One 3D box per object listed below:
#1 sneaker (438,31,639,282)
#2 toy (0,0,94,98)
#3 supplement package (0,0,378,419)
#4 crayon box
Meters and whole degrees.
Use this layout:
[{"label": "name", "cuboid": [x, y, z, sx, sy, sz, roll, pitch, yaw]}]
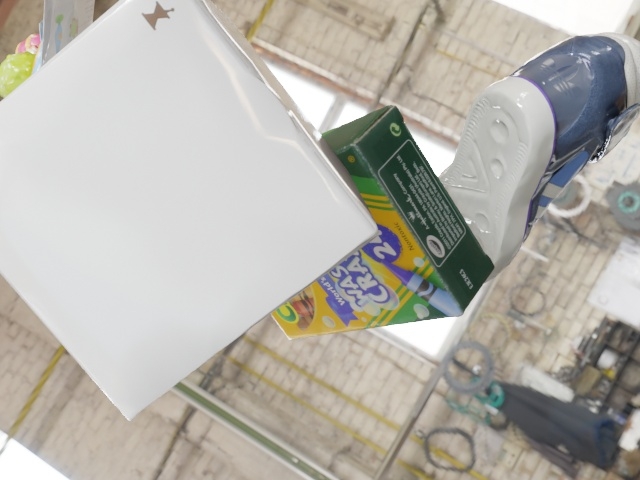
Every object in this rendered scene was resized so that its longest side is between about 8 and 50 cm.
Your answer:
[{"label": "sneaker", "cuboid": [0.249, -0.088, 0.935, 0.236, 0.130, 0.323, -27, -27, -26]}, {"label": "toy", "cuboid": [-0.228, -0.147, 0.686, 0.137, 0.056, 0.237, -84, 9, -68]}, {"label": "supplement package", "cuboid": [-0.091, -0.044, 0.566, 0.175, 0.177, 0.293, -37, 8, 5]}, {"label": "crayon box", "cuboid": [0.000, 0.000, 0.913, 0.323, 0.203, 0.083, -15, 25, 49]}]
